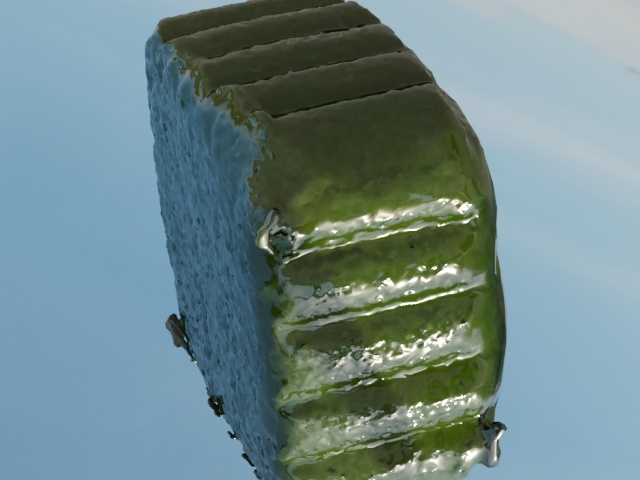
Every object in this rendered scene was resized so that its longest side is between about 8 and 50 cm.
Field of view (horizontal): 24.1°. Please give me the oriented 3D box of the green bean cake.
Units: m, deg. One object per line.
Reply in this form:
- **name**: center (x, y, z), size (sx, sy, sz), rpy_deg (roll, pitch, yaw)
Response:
- **green bean cake**: center (0.000, 0.000, 0.879), size (0.156, 0.250, 0.247), rpy_deg (-12, -149, -17)
